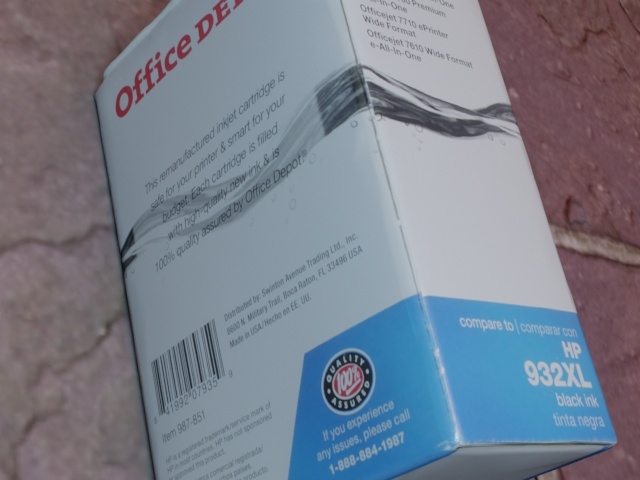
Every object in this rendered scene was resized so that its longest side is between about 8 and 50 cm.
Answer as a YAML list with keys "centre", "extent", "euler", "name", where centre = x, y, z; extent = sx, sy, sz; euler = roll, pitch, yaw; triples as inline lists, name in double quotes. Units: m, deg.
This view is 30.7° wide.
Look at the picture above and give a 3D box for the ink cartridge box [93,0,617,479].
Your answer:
- centre: [0.000, 0.000, 0.648]
  extent: [0.129, 0.223, 0.308]
  euler: [7, 60, -41]
  name: "ink cartridge box"
